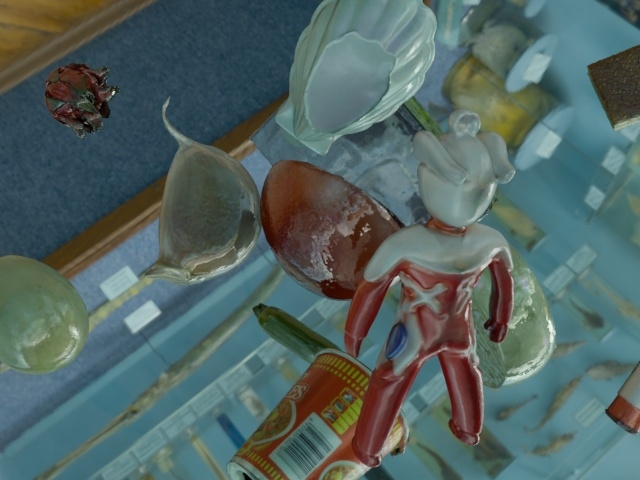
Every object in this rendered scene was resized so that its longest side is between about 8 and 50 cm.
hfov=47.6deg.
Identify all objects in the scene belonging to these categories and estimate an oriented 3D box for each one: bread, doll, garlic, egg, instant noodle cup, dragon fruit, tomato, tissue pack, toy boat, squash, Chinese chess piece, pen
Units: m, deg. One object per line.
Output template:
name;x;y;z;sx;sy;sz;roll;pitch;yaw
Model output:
bread;0.409;-0.201;0.947;0.090;0.094;0.035;-21;163;12
doll;0.118;0.057;0.740;0.188;0.099;0.384;-3;116;-22
garlic;-0.155;-0.067;1.037;0.128;0.267;0.148;-15;160;27
egg;-0.651;0.161;1.633;0.218;0.295;0.218;-35;165;-11
instant noodle cup;-0.010;0.290;1.015;0.212;0.193;0.193;-39;157;-30
dragon fruit;-0.461;-0.272;1.389;0.121;0.142;0.130;-40;123;-35
tomato;0.000;0.000;0.900;0.199;0.228;0.112;48;67;-35
tissue pack;0.096;-0.140;1.362;0.288;0.394;0.124;-37;-174;33
toy boat;0.048;-0.254;1.099;0.290;0.199;0.100;-50;-172;26
squash;-0.042;0.210;1.539;0.069;0.258;0.069;-55;167;-18
Chinese chess piece;0.245;0.099;1.097;0.101;0.250;0.250;-26;153;-12
pen;0.251;0.028;0.461;0.218;0.026;0.026;-59;154;7
